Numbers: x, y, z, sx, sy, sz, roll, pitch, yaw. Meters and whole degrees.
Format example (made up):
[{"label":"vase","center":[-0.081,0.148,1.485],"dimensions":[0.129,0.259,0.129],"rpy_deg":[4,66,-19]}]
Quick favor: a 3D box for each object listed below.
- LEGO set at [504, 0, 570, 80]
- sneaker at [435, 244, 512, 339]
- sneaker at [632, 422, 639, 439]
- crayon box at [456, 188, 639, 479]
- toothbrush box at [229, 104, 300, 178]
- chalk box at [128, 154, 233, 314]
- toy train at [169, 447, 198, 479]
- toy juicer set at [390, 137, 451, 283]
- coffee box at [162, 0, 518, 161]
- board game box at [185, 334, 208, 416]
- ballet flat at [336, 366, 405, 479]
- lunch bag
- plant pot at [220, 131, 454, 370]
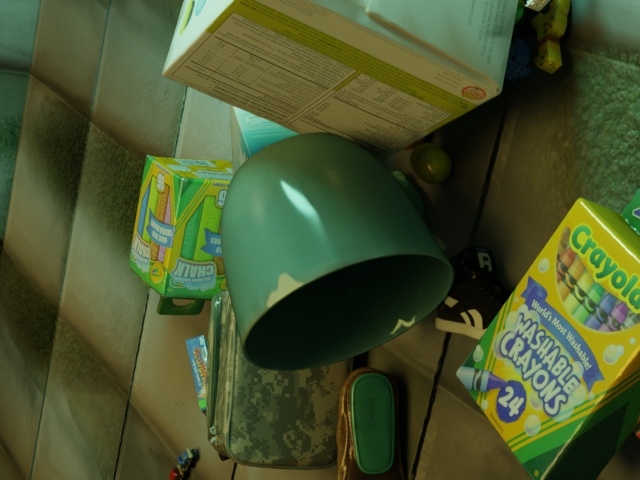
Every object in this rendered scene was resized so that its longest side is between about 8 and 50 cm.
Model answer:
[{"label":"LEGO set","center":[0.258,-0.248,1.601],"dimensions":[0.227,0.087,0.093],"rpy_deg":[-46,34,47]},{"label":"sneaker","center":[0.221,0.068,1.645],"dimensions":[0.217,0.079,0.121],"rpy_deg":[5,93,60]},{"label":"sneaker","center":[0.367,0.182,1.435],"dimensions":[0.075,0.057,0.161],"rpy_deg":[-62,33,5]},{"label":"crayon box","center":[0.310,0.100,1.426],"dimensions":[0.323,0.083,0.203],"rpy_deg":[-58,38,19]},{"label":"toothbrush box","center":[-0.065,-0.087,1.961],"dimensions":[0.295,0.126,0.216],"rpy_deg":[-115,21,-63]},{"label":"chalk box","center":[-0.230,0.008,2.295],"dimensions":[0.179,0.180,0.289],"rpy_deg":[31,115,56]},{"label":"toy train","center":[-0.280,0.461,2.468],"dimensions":[0.158,0.036,0.027],"rpy_deg":[-62,39,34]},{"label":"toy juicer set","center":[0.120,-0.043,1.833],"dimensions":[0.209,0.089,0.329],"rpy_deg":[-28,59,34]},{"label":"coffee box","center":[0.036,-0.346,1.636],"dimensions":[0.334,0.338,0.338],"rpy_deg":[-28,45,61]},{"label":"board game box","center":[-0.183,0.268,2.217],"dimensions":[0.201,0.035,0.136],"rpy_deg":[67,-174,-62]},{"label":"ballet flat","center":[0.065,0.362,1.863],"dimensions":[0.124,0.116,0.343],"rpy_deg":[136,132,-74]},{"label":"lunch bag","center":[-0.079,0.213,2.018],"dimensions":[0.256,0.212,0.305],"rpy_deg":[179,95,-75]},{"label":"plant pot","center":[0.000,0.000,1.672],"dimensions":[0.293,0.293,0.235],"rpy_deg":[-50,52,44]}]
